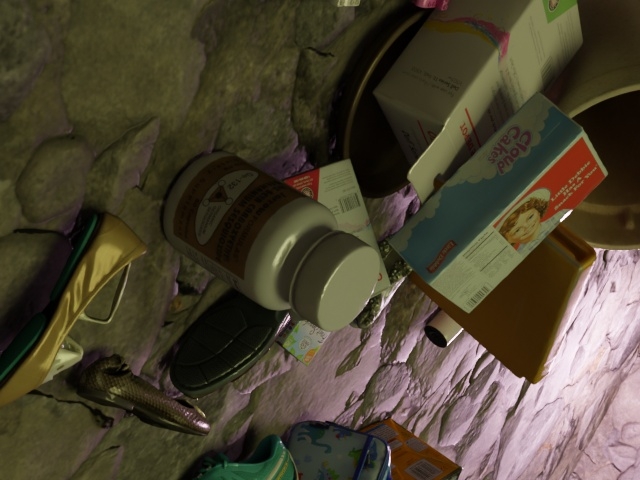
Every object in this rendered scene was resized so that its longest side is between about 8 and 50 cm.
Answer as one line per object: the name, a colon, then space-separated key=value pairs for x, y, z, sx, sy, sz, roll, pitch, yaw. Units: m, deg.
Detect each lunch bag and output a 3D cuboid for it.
lunch bag: x=0.013 y=0.394 z=1.556 sx=0.090 sy=0.176 sz=0.219 roll=84 pitch=25 yaw=-49

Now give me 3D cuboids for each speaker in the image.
speaker: x=0.251 y=0.135 z=1.837 sx=0.136 sy=0.055 sz=0.055 roll=-41 pitch=145 yaw=-28

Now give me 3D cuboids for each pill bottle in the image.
pill bottle: x=-0.053 y=0.003 z=1.105 sx=0.131 sy=0.229 sz=0.131 roll=-36 pitch=142 yaw=-34

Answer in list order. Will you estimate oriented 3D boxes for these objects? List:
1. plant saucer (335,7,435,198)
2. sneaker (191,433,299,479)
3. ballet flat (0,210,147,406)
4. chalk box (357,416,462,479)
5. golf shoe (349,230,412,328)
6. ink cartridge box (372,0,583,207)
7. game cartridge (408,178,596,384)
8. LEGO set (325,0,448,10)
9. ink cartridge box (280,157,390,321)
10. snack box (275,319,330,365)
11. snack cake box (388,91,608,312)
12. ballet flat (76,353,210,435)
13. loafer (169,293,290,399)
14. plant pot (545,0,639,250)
plant saucer: x=0.111 y=-0.189 z=1.364 sx=0.278 sy=0.041 sz=0.278 roll=-36 pitch=142 yaw=-35
sneaker: x=-0.154 y=0.362 z=1.428 sx=0.275 sy=0.107 sz=0.110 roll=-18 pitch=95 yaw=-38
ballet flat: x=-0.256 y=0.082 z=1.017 sx=0.073 sy=0.080 sz=0.232 roll=33 pitch=86 yaw=-21
chalk box: x=0.099 y=0.504 z=1.821 sx=0.180 sy=0.179 sz=0.289 roll=-10 pitch=125 yaw=-53
golf shoe: x=0.095 y=0.060 z=1.555 sx=0.176 sy=0.069 sz=0.086 roll=-52 pitch=169 yaw=-7
ink cartridge box: x=0.194 y=-0.202 z=1.318 sx=0.353 sy=0.119 sz=0.207 roll=-54 pitch=150 yaw=-10
game cartridge: x=0.257 y=0.040 z=1.496 sx=0.052 sy=0.285 sz=0.324 roll=-34 pitch=151 yaw=-23
LEGO set: x=0.090 y=-0.316 z=1.170 sx=0.227 sy=0.093 sz=0.087 roll=-17 pitch=130 yaw=-48
ink cartridge box: x=0.000 y=0.000 z=1.248 sx=0.127 sy=0.072 sz=0.175 roll=-22 pitch=96 yaw=-45
snack box: x=-0.007 y=0.102 z=1.448 sx=0.141 sy=0.037 sz=0.100 roll=-54 pitch=148 yaw=-8
snack cake box: x=0.229 y=-0.043 z=1.276 sx=0.264 sy=0.089 sz=0.152 roll=-45 pitch=147 yaw=6
ballet flat: x=-0.205 y=0.190 z=1.213 sx=0.250 sy=0.084 sz=0.058 roll=41 pitch=57 yaw=-56
loafer: x=-0.083 y=0.109 z=1.295 sx=0.267 sy=0.096 sz=0.084 roll=-48 pitch=154 yaw=-22
plant pot: x=0.453 y=-0.208 z=1.496 sx=0.334 sy=0.333 sz=0.306 roll=79 pitch=9 yaw=-49
